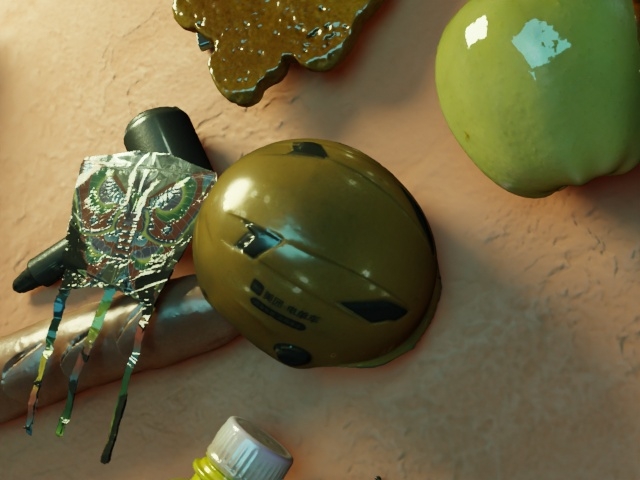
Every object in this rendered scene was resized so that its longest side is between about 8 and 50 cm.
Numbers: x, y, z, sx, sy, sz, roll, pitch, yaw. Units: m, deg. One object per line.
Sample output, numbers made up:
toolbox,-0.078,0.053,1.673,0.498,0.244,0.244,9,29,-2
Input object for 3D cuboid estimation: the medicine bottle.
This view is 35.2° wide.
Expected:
medicine bottle,-0.110,0.254,0.854,0.122,0.122,0.212,34,89,23

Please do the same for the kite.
kite,-0.190,0.050,0.906,0.152,0.015,0.285,7,75,24

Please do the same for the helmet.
helmet,0.000,0.000,0.850,0.224,0.130,0.198,25,68,8

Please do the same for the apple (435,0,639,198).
apple,0.186,-0.134,0.825,0.200,0.200,0.200,-5,75,18

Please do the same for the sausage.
sausage,-0.257,0.117,0.964,0.433,0.088,0.087,-20,71,12

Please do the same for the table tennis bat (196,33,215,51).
table tennis bat,-0.050,-0.224,1.018,0.158,0.014,0.095,-16,72,13

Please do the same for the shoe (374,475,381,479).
shoe,0.055,0.258,0.825,0.228,0.125,0.099,10,116,-2

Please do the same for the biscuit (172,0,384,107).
biscuit,-0.028,-0.261,0.992,0.209,0.041,0.290,19,80,21

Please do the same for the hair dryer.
hair dryer,-0.214,-0.026,1.005,0.248,0.070,0.114,-31,69,18

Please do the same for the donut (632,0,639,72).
donut,0.303,-0.152,0.747,0.103,0.270,0.269,-8,73,30
